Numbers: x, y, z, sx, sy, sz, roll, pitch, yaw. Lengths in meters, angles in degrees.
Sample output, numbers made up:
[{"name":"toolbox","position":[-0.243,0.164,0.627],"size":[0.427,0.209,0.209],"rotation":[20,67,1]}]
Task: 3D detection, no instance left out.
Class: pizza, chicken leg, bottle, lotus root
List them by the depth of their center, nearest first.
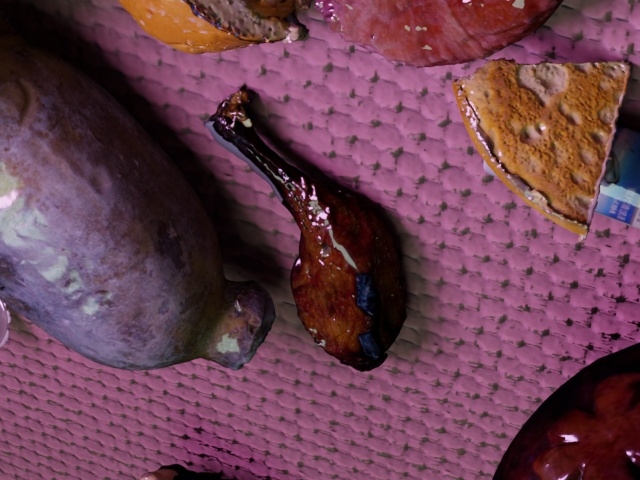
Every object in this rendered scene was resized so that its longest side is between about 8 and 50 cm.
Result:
[{"name":"pizza","position":[0.145,-0.068,1.006],"size":[0.123,0.108,0.026],"rotation":[53,166,9]},{"name":"bottle","position":[0.209,-0.031,1.037],"size":[0.217,0.060,0.060],"rotation":[21,142,8]},{"name":"chicken leg","position":[0.000,0.000,1.215],"size":[0.106,0.051,0.253],"rotation":[4,133,37]},{"name":"lotus root","position":[-0.181,-0.014,1.223],"size":[0.349,0.175,0.175],"rotation":[45,140,-19]}]

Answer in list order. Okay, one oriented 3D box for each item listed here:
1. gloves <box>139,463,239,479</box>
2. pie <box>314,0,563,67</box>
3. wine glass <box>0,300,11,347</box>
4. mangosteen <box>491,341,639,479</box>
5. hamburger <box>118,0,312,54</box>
[{"name":"gloves","position":[-0.091,0.261,1.505],"size":[0.164,0.124,0.203],"rotation":[-15,125,20]},{"name":"pie","position":[0.047,-0.194,0.962],"size":[0.204,0.054,0.219],"rotation":[1,132,32]},{"name":"wine glass","position":[-0.369,0.109,1.559],"size":[0.074,0.074,0.262],"rotation":[41,143,-14]},{"name":"mangosteen","position":[0.265,0.221,1.099],"size":[0.307,0.307,0.347],"rotation":[-8,139,38]},{"name":"hamburger","position":[-0.096,-0.168,1.053],"size":[0.176,0.087,0.102],"rotation":[40,140,-17]}]
